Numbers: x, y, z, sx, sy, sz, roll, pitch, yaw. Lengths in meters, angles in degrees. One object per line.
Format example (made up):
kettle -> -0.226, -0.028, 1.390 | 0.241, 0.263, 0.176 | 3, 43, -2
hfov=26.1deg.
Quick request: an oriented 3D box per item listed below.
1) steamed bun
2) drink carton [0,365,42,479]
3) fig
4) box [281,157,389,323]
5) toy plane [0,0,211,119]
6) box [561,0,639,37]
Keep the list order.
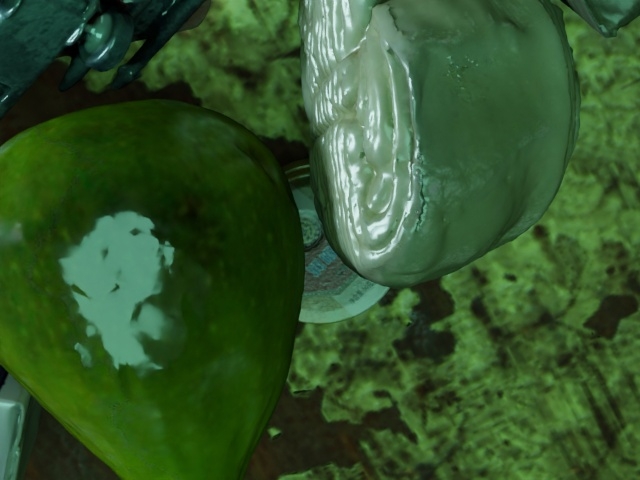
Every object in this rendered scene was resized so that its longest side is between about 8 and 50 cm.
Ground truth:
steamed bun -> 0.068, -0.081, 0.752 | 0.144, 0.218, 0.211 | -5, 86, -7
drink carton -> -0.287, 0.093, 0.845 | 0.222, 0.134, 0.102 | 11, 111, -6
fig -> -0.091, 0.063, 0.781 | 0.206, 0.206, 0.275 | -16, 87, 3
box -> 0.000, 0.000, 0.877 | 0.105, 0.037, 0.105 | -1, 109, -3
toy plane -> -0.194, -0.110, 0.793 | 0.223, 0.104, 0.326 | 22, 114, -40
box -> 0.142, -0.225, 0.701 | 0.149, 0.231, 0.155 | -34, 107, 9
